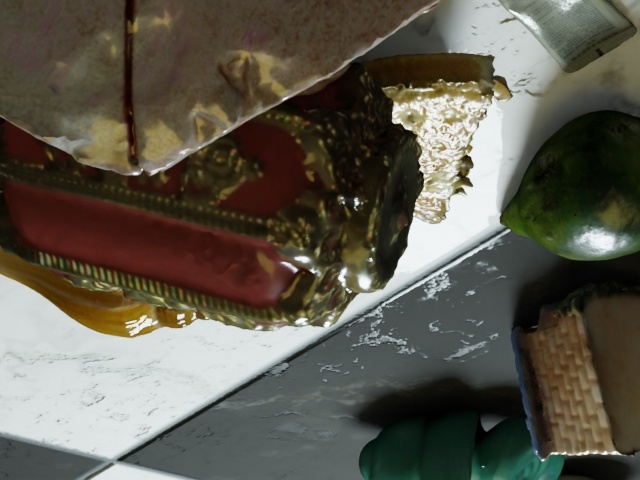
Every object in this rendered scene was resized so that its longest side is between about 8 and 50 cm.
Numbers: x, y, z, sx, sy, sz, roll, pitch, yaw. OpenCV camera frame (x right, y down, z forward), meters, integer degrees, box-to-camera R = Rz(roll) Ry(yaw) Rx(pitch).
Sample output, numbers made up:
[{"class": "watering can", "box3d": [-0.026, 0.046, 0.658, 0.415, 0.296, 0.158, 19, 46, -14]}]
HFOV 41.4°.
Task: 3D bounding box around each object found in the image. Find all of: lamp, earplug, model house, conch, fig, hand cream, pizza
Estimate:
[{"class": "lamp", "box3d": [-0.078, -0.042, 0.530, 0.274, 0.177, 0.177, 11, 147, 15]}, {"class": "earplug", "box3d": [0.191, 0.296, 1.118, 0.280, 0.164, 0.257, 7, -179, 4]}, {"class": "model house", "box3d": [0.291, 0.142, 0.895, 0.183, 0.166, 0.172, -1, 162, -29]}, {"class": "conch", "box3d": [-0.224, 0.008, 0.705, 0.330, 0.109, 0.093, 20, 102, 0]}, {"class": "fig", "box3d": [0.205, -0.028, 0.686, 0.117, 0.117, 0.177, 17, 150, -26]}, {"class": "hand cream", "box3d": [0.150, -0.160, 0.557, 0.057, 0.037, 0.165, -31, 144, 31]}, {"class": "pizza", "box3d": [0.060, -0.075, 0.638, 0.188, 0.062, 0.199, -4, 152, 23]}]

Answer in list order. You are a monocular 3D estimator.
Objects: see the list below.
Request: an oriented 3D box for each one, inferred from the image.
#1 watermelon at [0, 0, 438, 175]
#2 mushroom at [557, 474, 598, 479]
[{"class": "watermelon", "box3d": [-0.064, -0.182, 0.384, 0.319, 0.222, 0.292, -44, 102, -4]}, {"class": "mushroom", "box3d": [0.387, 0.454, 1.295, 0.206, 0.209, 0.206, -5, 119, -9]}]
